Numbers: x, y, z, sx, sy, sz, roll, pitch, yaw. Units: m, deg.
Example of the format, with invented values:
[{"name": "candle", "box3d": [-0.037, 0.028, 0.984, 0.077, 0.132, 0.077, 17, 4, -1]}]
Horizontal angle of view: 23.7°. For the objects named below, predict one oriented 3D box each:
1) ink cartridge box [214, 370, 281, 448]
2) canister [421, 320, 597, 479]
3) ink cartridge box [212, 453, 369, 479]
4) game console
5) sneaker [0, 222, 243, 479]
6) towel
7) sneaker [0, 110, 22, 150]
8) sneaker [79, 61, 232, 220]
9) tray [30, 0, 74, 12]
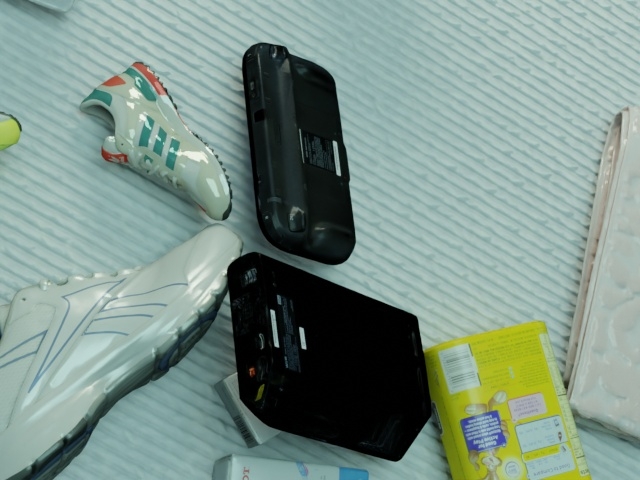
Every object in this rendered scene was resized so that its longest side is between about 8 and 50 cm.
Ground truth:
[{"name": "ink cartridge box", "box3d": [-0.025, 0.120, 1.289, 0.115, 0.029, 0.063, -28, 87, -26]}, {"name": "canister", "box3d": [0.163, 0.164, 1.328, 0.126, 0.073, 0.170, -11, 79, -24]}, {"name": "ink cartridge box", "box3d": [-0.028, 0.227, 1.247, 0.122, 0.052, 0.088, 11, 72, -20]}, {"name": "game console", "box3d": [0.000, 0.000, 1.288, 0.213, 0.044, 0.361, 24, 51, -47]}, {"name": "sneaker", "box3d": [-0.180, 0.071, 1.203, 0.129, 0.111, 0.297, 44, 61, 9]}, {"name": "towel", "box3d": [0.397, 0.068, 1.457, 0.332, 0.053, 0.317, 22, 70, -15]}, {"name": "sneaker", "box3d": [-0.321, -0.032, 1.193, 0.208, 0.081, 0.094, -30, 95, -19]}, {"name": "sneaker", "box3d": [-0.139, -0.071, 1.275, 0.075, 0.057, 0.161, -30, 75, -20]}, {"name": "tray", "box3d": [-0.250, -0.333, 1.320, 0.145, 0.030, 0.270, 19, 70, -17]}]
